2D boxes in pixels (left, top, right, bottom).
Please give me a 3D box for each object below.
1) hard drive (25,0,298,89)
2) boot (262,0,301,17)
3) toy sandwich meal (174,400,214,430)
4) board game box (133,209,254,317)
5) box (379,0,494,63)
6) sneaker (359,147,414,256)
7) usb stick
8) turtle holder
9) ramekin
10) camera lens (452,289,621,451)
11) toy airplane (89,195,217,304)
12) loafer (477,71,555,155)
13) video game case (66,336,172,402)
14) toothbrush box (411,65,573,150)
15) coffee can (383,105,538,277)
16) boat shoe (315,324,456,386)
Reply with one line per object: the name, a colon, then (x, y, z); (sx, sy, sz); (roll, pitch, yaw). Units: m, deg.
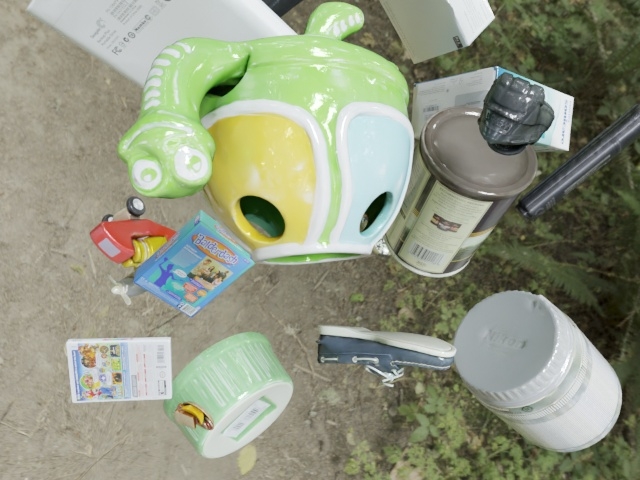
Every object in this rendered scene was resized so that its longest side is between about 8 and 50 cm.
hard drive: (-0.182, -0.279, 0.692); (0.353, 0.233, 0.047); (31, 50, -40)
boot: (-0.233, -0.641, 1.290); (0.146, 0.445, 0.367); (18, 48, -49)
toy sandwich meal: (-0.241, 0.339, 0.936); (0.085, 0.085, 0.029); (43, 47, -2)
board game box: (-0.267, 0.056, 1.057); (0.160, 0.210, 0.047); (42, 18, -32)
box: (0.267, -0.535, 1.135); (0.119, 0.181, 0.181); (-47, 116, -21)
sneaker: (0.204, -0.150, 1.462); (0.157, 0.182, 0.411); (3, 97, -8)
usb stick: (0.482, -0.138, 0.905); (0.045, 0.278, 0.077); (54, 15, 26)
turtle holder: (-0.023, -0.094, 0.514); (0.243, 0.320, 0.228); (-5, 84, 8)
ramekin: (-0.212, 0.386, 1.207); (0.303, 0.304, 0.148); (-25, 54, -31)
camera lens: (0.403, 0.246, 0.915); (0.274, 0.219, 0.220); (40, 55, -30)
toy airplane: (-0.472, 0.061, 1.513); (0.384, 0.386, 0.273); (-5, 60, -15)
loafer: (0.232, -0.144, 0.597); (0.076, 0.078, 0.223); (33, 20, 20)
video game case: (-0.251, 0.163, 0.621); (0.121, 0.011, 0.087); (1, 109, -10)
toothbrush box: (0.377, -0.271, 1.084); (0.295, 0.216, 0.126); (1, 95, -37)
coffee can: (0.246, -0.082, 0.932); (0.201, 0.275, 0.202); (4, 57, -7)
boat shoe: (0.097, 0.189, 0.808); (0.095, 0.254, 0.079); (11, 81, -57)
